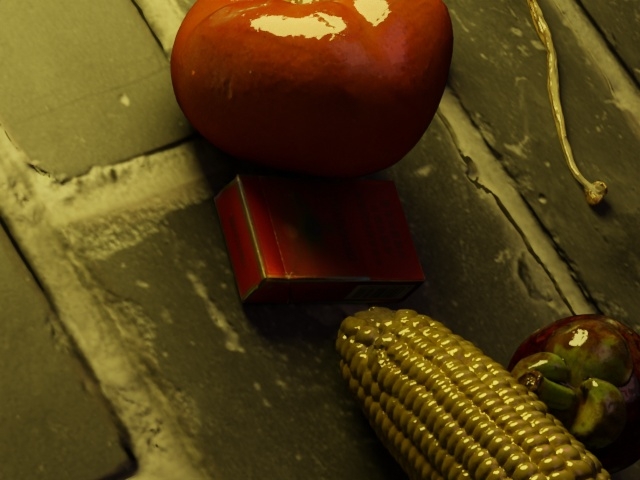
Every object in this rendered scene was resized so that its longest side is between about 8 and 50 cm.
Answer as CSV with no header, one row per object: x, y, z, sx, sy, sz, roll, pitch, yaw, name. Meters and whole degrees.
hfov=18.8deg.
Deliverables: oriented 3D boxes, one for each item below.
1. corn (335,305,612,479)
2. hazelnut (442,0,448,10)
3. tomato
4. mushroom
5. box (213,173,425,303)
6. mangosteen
0.126,0.164,1.594,0.130,0.130,0.347,-4,33,-35,corn
0.092,-0.214,1.937,0.086,0.086,0.086,17,52,-23,hazelnut
-0.001,-0.159,1.744,0.260,0.180,0.260,-5,36,4,tomato
0.249,-0.159,2.035,0.028,0.026,0.286,15,50,-44,mushroom
-0.001,0.001,1.745,0.175,0.048,0.112,2,59,-32,box
0.236,0.140,1.710,0.146,0.181,0.155,4,84,3,mangosteen
